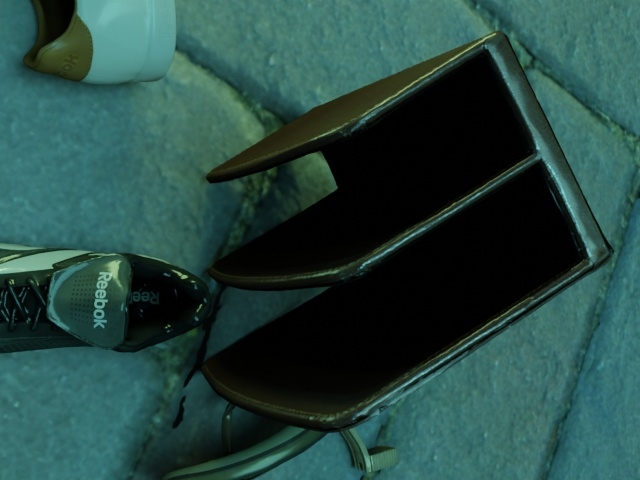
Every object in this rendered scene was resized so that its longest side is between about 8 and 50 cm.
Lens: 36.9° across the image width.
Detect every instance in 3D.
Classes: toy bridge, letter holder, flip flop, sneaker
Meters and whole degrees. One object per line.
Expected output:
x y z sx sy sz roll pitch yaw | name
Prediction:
0.027 0.111 0.841 0.063 0.026 0.188 -9 93 -33 | toy bridge
0.000 0.000 0.656 0.214 0.302 0.152 -32 100 -18 | letter holder
-0.011 0.115 0.762 0.277 0.112 0.080 -34 81 -15 | flip flop
-0.177 0.039 0.657 0.234 0.106 0.078 2 87 -34 | sneaker
-0.175 -0.255 0.664 0.123 0.106 0.290 -9 96 -36 | sneaker
